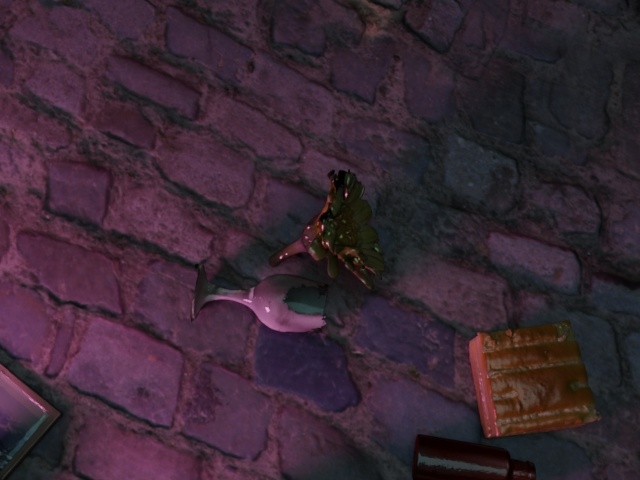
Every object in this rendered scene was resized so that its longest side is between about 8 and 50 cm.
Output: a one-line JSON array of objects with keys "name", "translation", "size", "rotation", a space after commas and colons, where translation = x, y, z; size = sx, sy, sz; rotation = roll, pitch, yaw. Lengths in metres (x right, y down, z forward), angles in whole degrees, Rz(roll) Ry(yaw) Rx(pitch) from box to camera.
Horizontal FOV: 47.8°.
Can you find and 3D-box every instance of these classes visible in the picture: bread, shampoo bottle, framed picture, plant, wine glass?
[{"name": "bread", "translation": [0.478, 0.312, 1.633], "size": [0.246, 0.111, 0.239], "rotation": [-5, 72, -4]}, {"name": "shampoo bottle", "translation": [0.336, 0.497, 1.587], "size": [0.260, 0.064, 0.102], "rotation": [10, 67, 1]}, {"name": "framed picture", "translation": [-0.783, 0.381, 1.607], "size": [0.335, 0.022, 0.247], "rotation": [36, 73, 10]}, {"name": "plant", "translation": [0.023, -0.040, 1.671], "size": [0.297, 0.306, 0.261], "rotation": [12, 94, 33]}, {"name": "wine glass", "translation": [-0.139, 0.135, 1.661], "size": [0.321, 0.143, 0.143], "rotation": [6, 71, -1]}]
